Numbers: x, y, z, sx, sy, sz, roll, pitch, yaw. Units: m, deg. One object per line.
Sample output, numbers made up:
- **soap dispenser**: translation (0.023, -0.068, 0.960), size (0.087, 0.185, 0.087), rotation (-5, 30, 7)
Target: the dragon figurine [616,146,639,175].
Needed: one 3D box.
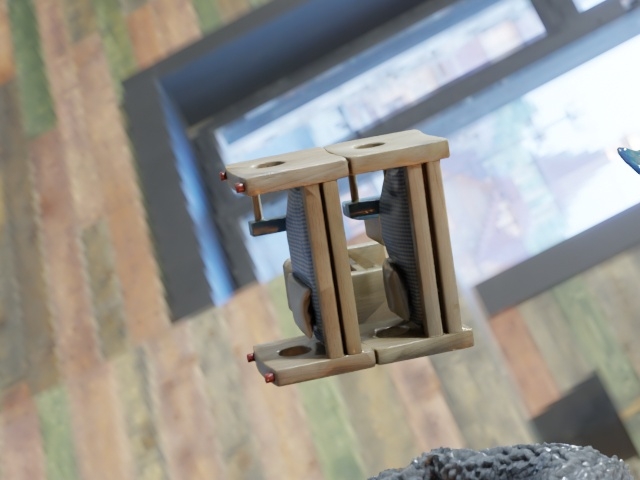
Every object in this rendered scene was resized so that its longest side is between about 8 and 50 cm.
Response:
- **dragon figurine**: translation (0.261, -0.066, 1.085), size (0.085, 0.144, 0.289), rotation (23, 8, -17)

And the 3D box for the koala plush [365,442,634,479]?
- **koala plush**: translation (0.073, 0.248, 0.881), size (0.196, 0.203, 0.221), rotation (63, 35, -42)

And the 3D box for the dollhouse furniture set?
- **dollhouse furniture set**: translation (0.000, 0.000, 1.023), size (0.184, 0.129, 0.129), rotation (-146, -133, -73)
